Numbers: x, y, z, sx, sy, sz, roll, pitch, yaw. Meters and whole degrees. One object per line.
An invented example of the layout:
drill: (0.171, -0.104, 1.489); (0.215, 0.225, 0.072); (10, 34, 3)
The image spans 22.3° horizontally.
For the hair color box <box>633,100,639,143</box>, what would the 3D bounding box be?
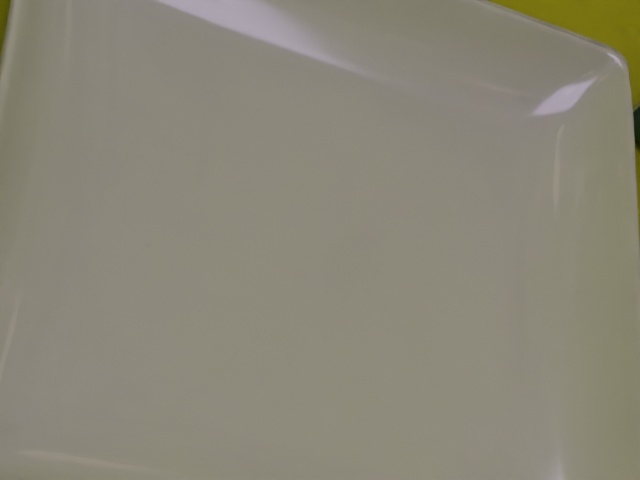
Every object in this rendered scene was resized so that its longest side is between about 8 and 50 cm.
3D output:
hair color box: (0.351, -0.145, 0.973); (0.347, 0.174, 0.105); (-34, 81, -38)

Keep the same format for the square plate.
square plate: (0.000, 0.000, 0.780); (0.344, 0.049, 0.347); (17, 55, -19)
